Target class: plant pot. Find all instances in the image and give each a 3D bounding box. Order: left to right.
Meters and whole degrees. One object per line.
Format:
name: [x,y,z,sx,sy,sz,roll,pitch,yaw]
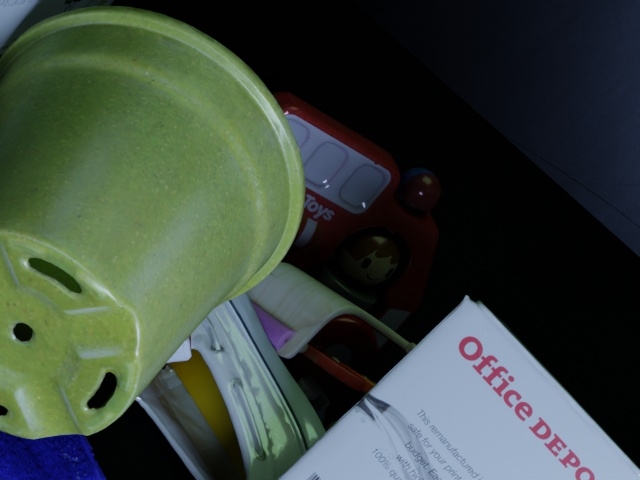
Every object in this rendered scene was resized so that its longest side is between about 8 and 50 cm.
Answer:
plant pot: [-0.176,0.003,1.269,0.276,0.276,0.254,37,34,-8]

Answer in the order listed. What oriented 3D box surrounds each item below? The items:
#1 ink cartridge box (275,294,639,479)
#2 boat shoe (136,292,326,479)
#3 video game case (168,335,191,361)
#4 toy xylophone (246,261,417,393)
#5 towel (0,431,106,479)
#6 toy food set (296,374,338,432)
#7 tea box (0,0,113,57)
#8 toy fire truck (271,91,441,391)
ink cartridge box: [0.100,0.235,1.414,0.223,0.307,0.129,48,5,21]
boat shoe: [-0.148,0.103,1.577,0.156,0.136,0.367,-4,54,-50]
video game case: [-0.219,0.025,1.525,0.204,0.025,0.285,-6,33,-2]
toy xylophone: [0.057,0.128,1.708,0.322,0.081,0.236,35,-3,-36]
towel: [-0.222,0.190,1.244,0.308,0.076,0.227,54,18,22]
toy food set: [-0.016,0.166,1.681,0.111,0.104,0.232,14,32,-51]
tea box: [-0.373,-0.166,1.419,0.220,0.323,0.329,41,21,5]
toy fire truck: [0.000,0.000,1.846,0.302,0.254,0.169,28,23,-30]
